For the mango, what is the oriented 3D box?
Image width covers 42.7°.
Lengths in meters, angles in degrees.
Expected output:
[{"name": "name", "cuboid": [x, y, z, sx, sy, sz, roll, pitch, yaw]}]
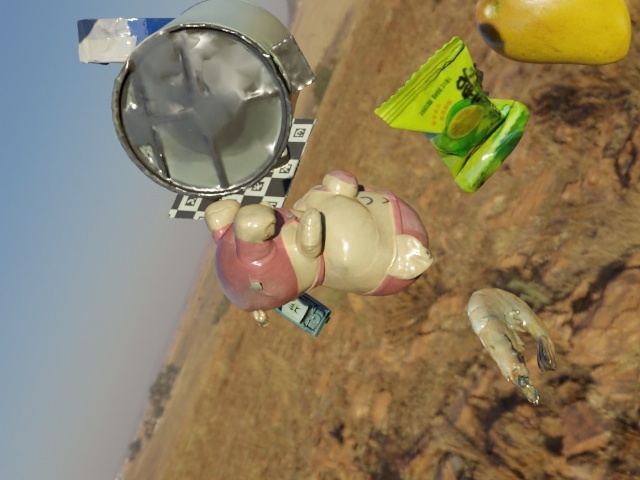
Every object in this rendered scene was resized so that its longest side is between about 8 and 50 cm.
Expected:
[{"name": "mango", "cuboid": [0.472, -0.449, 1.648, 0.173, 0.317, 0.211, -71, -6, -51]}]

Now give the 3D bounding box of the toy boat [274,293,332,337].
[{"name": "toy boat", "cuboid": [-0.050, 0.103, 1.369, 0.055, 0.141, 0.060, -60, -17, 6]}]

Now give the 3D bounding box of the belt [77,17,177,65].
[{"name": "belt", "cuboid": [-0.452, -0.517, 2.129, 0.212, 0.346, 0.117, -112, 21, -75]}]

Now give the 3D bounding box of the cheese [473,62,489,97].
[{"name": "cheese", "cuboid": [0.274, -0.276, 1.646, 0.202, 0.091, 0.175, 47, 115, 47]}]

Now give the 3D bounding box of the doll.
[{"name": "doll", "cuboid": [0.001, -0.003, 0.972, 0.196, 0.255, 0.152, -118, 31, -46]}]

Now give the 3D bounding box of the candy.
[{"name": "candy", "cuboid": [0.185, -0.172, 1.107, 0.149, 0.246, 0.069, -51, 51, 8]}]

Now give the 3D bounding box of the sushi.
[{"name": "sushi", "cuboid": [-0.224, -0.215, 2.220, 0.064, 0.342, 0.359, 58, -136, -51]}]

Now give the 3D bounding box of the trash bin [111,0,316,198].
[{"name": "trash bin", "cuboid": [-0.136, -0.199, 1.095, 0.277, 0.217, 0.263, -23, 20, 12]}]

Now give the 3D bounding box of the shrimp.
[{"name": "shrimp", "cuboid": [0.340, 0.179, 1.398, 0.254, 0.145, 0.059, 62, 142, 42]}]
